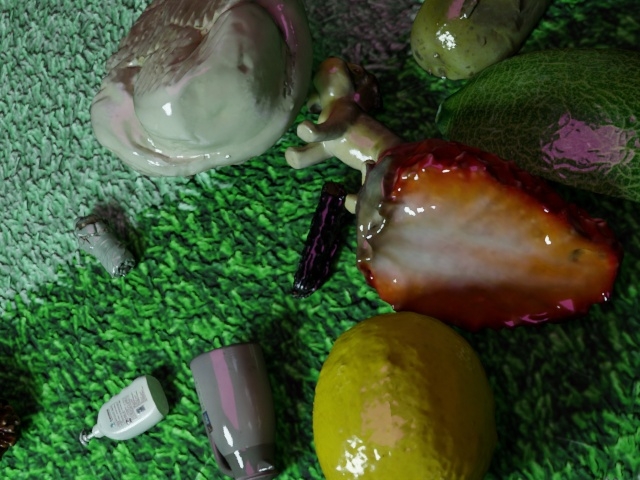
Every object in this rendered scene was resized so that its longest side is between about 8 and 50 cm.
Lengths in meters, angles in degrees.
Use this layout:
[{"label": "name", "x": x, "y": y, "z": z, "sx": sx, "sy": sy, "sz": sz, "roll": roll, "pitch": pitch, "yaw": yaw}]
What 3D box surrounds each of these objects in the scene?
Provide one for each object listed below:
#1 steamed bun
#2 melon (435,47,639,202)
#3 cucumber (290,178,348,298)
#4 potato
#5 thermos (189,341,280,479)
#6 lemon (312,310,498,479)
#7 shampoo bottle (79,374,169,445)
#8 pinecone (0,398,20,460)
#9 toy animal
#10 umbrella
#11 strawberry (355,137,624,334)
[{"label": "steamed bun", "x": -0.154, "y": -0.224, "z": 1.530, "sx": 0.352, "sy": 0.247, "sz": 0.339, "roll": -12, "pitch": 42, "yaw": 33}, {"label": "melon", "x": 0.286, "y": -0.156, "z": 1.355, "sx": 0.323, "sy": 0.124, "sz": 0.196, "roll": 12, "pitch": 74, "yaw": 28}, {"label": "cucumber", "x": 0.000, "y": 0.000, "z": 1.503, "sx": 0.053, "sy": 0.053, "sz": 0.181, "roll": 18, "pitch": 85, "yaw": 31}, {"label": "potato", "x": 0.224, "y": -0.356, "z": 1.455, "sx": 0.160, "sy": 0.111, "sz": 0.272, "roll": 38, "pitch": 94, "yaw": 33}, {"label": "thermos", "x": -0.118, "y": 0.255, "z": 1.470, "sx": 0.137, "sy": 0.105, "sz": 0.193, "roll": -34, "pitch": 66, "yaw": 44}, {"label": "lemon", "x": 0.100, "y": 0.219, "z": 1.278, "sx": 0.233, "sy": 0.233, "sz": 0.288, "roll": -18, "pitch": 55, "yaw": 22}, {"label": "shampoo bottle", "x": -0.304, "y": 0.270, "z": 1.583, "sx": 0.152, "sy": 0.045, "sz": 0.077, "roll": -34, "pitch": 65, "yaw": 13}, {"label": "pinecone", "x": -0.557, "y": 0.295, "z": 1.649, "sx": 0.173, "sy": 0.173, "sz": 0.174, "roll": -8, "pitch": 72, "yaw": 26}, {"label": "toy animal", "x": 0.045, "y": -0.155, "z": 1.475, "sx": 0.168, "sy": 0.121, "sz": 0.233, "roll": -29, "pitch": 64, "yaw": -26}, {"label": "umbrella", "x": -0.351, "y": 0.005, "z": 1.683, "sx": 0.143, "sy": 0.062, "sz": 0.067, "roll": 37, "pitch": 125, "yaw": 30}, {"label": "strawberry", "x": 0.211, "y": -0.014, "z": 1.328, "sx": 0.336, "sy": 0.265, "sz": 0.149, "roll": 13, "pitch": 36, "yaw": 9}]
